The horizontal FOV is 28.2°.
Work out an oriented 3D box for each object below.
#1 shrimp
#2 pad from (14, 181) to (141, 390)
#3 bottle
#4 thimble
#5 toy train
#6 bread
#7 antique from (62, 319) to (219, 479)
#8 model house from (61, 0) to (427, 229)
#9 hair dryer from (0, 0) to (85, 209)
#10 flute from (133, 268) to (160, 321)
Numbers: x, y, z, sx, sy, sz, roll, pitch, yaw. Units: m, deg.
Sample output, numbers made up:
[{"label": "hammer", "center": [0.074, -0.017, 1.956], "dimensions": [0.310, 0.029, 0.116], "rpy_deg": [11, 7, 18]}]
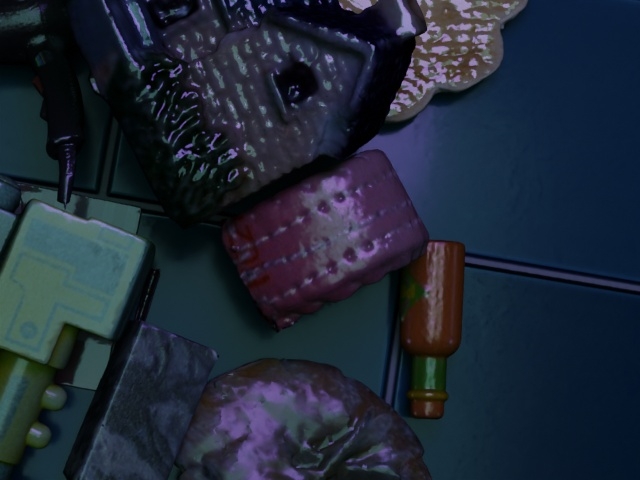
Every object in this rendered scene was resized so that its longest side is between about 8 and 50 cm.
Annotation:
[{"label": "shrimp", "center": [0.054, 0.286, 1.294], "dimensions": [0.445, 0.110, 0.221], "rpy_deg": [36, 72, 2]}, {"label": "pad", "center": [-0.351, 0.032, 1.312], "dimensions": [0.299, 0.005, 0.202], "rpy_deg": [12, 82, -6]}, {"label": "bottle", "center": [0.116, 0.093, 1.334], "dimensions": [0.069, 0.069, 0.187], "rpy_deg": [3, 82, -7]}, {"label": "thimble", "center": [0.005, -0.003, 1.280], "dimensions": [0.189, 0.163, 0.125], "rpy_deg": [-26, 90, 0]}, {"label": "toy train", "center": [-0.333, 0.125, 1.234], "dimensions": [0.237, 0.150, 0.369], "rpy_deg": [23, 82, -11]}, {"label": "bread", "center": [0.075, -0.284, 1.383], "dimensions": [0.316, 0.054, 0.316], "rpy_deg": [1, 83, -6]}, {"label": "antique", "center": [-0.183, 0.179, 1.266], "dimensions": [0.088, 0.086, 0.183], "rpy_deg": [25, 79, -17]}, {"label": "model house", "center": [-0.056, -0.207, 1.223], "dimensions": [0.284, 0.243, 0.298], "rpy_deg": [-24, 95, 14]}, {"label": "hair dryer", "center": [-0.298, -0.146, 1.251], "dimensions": [0.235, 0.091, 0.272], "rpy_deg": [-14, 58, -17]}, {"label": "flute", "center": [-0.209, 0.157, 1.312], "dimensions": [0.014, 0.014, 0.270], "rpy_deg": [16, 81, -5]}]
